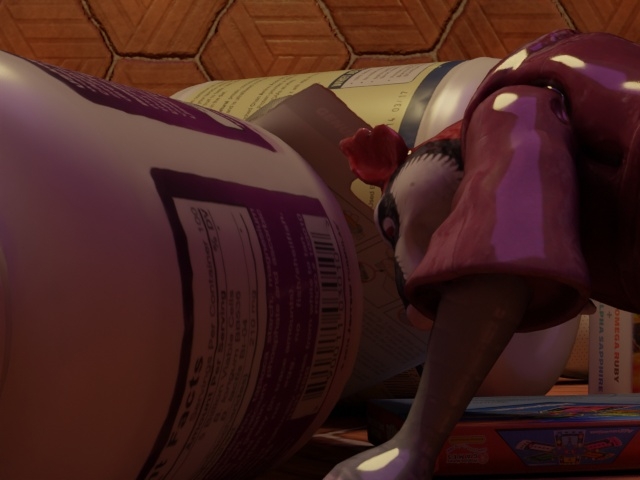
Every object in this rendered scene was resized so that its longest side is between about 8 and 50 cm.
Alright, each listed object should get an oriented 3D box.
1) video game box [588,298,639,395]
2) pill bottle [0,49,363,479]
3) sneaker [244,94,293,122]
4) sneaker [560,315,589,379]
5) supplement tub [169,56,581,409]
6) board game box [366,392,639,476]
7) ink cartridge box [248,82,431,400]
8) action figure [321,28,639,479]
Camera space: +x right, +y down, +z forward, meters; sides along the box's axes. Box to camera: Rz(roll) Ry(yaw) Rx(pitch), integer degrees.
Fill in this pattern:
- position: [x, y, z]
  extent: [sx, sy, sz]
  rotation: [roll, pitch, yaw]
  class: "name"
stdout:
- position: [0.263, 0.020, 0.941]
  extent: [0.205, 0.187, 0.048]
  rotation: [-1, -1, -31]
  class: "video game box"
- position: [-0.104, 0.024, 0.496]
  extent: [0.169, 0.169, 0.301]
  rotation: [-1, -2, 19]
  class: "pill bottle"
- position: [-0.068, 0.016, 0.876]
  extent: [0.100, 0.108, 0.271]
  rotation: [27, -44, -24]
  class: "sneaker"
- position: [0.307, 0.065, 1.205]
  extent: [0.292, 0.108, 0.169]
  rotation: [1, -5, -17]
  class: "sneaker"
- position: [0.000, 0.000, 1.017]
  extent: [0.325, 0.235, 0.235]
  rotation: [-1, -1, 30]
  class: "supplement tub"
- position: [0.175, 0.097, 0.753]
  extent: [0.281, 0.027, 0.145]
  rotation: [0, -3, -8]
  class: "board game box"
- position: [-0.020, 0.008, 0.734]
  extent: [0.232, 0.066, 0.189]
  rotation: [-31, -53, 33]
  class: "ink cartridge box"
- position: [0.146, -0.017, 0.474]
  extent: [0.370, 0.276, 0.248]
  rotation: [16, 16, 39]
  class: "action figure"
